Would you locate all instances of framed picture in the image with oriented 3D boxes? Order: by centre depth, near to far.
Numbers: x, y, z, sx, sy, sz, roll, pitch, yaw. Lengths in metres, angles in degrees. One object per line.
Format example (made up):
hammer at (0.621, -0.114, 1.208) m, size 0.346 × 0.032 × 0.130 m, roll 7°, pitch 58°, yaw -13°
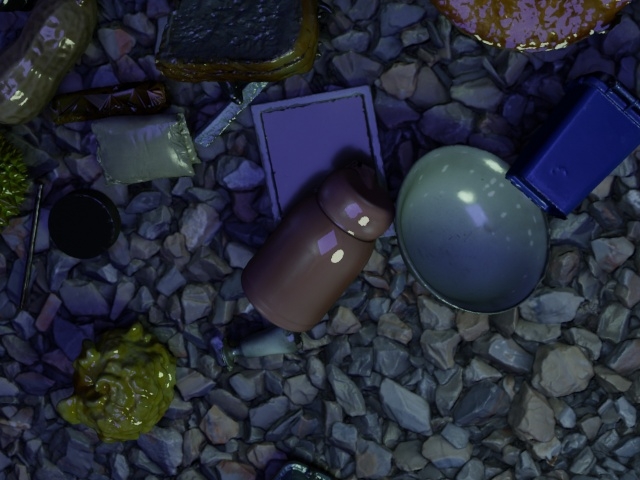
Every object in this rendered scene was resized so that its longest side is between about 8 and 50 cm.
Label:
framed picture at (0.007, -0.131, 1.623) m, size 0.231 × 0.018 × 0.293 m, roll -9°, pitch 104°, yaw 7°

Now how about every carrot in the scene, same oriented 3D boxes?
carrot at (-0.393, -0.255, 1.600) m, size 0.229 × 0.069 × 0.068 m, roll -6°, pitch 105°, yaw 7°

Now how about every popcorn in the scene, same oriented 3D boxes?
popcorn at (-0.397, 0.276, 1.685) m, size 0.217 × 0.181 × 0.234 m, roll -3°, pitch 98°, yaw 8°

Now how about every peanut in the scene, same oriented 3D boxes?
peanut at (-0.502, -0.341, 1.555) m, size 0.298 × 0.136 × 0.120 m, roll -50°, pitch 136°, yaw 10°

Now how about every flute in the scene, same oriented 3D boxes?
flute at (-0.575, 0.011, 1.714) m, size 0.014 × 0.014 × 0.269 m, roll 14°, pitch 106°, yaw 1°

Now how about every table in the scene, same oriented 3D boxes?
table at (-0.459, -0.032, 1.676) m, size 0.134 × 0.043 × 0.133 m, roll 1°, pitch 106°, yaw 5°

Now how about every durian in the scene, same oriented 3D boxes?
durian at (-0.662, -0.111, 1.578) m, size 0.225 × 0.291 × 0.291 m, roll 21°, pitch 111°, yaw -42°

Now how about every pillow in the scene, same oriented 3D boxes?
pillow at (-0.322, -0.171, 1.596) m, size 0.182 × 0.077 × 0.134 m, roll -4°, pitch 128°, yaw 5°

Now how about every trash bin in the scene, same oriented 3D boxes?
trash bin at (0.444, -0.161, 1.475) m, size 0.162 × 0.184 × 0.234 m, roll 41°, pitch 93°, yaw -5°

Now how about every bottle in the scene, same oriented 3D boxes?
bottle at (0.000, 0.000, 1.558) m, size 0.173 × 0.206 × 0.296 m, roll 30°, pitch 116°, yaw -17°

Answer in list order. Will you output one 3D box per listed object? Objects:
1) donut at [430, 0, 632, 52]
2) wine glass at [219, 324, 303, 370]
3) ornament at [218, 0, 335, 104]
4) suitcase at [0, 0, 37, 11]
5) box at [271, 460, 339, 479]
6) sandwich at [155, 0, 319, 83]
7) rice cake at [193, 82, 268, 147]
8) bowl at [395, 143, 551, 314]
donut at (0.329, -0.507, 1.421) m, size 0.436 × 0.163 × 0.377 m, roll 1°, pitch 107°, yaw 3°
wine glass at (-0.117, 0.204, 1.700) m, size 0.156 × 0.072 × 0.072 m, roll -17°, pitch 103°, yaw 9°
ornament at (-0.097, -0.377, 1.524) m, size 0.236 × 0.080 × 0.202 m, roll -29°, pitch 73°, yaw 7°
suitcase at (-0.613, -0.577, 1.466) m, size 0.345 × 0.188 × 0.339 m, roll 26°, pitch 105°, yaw -4°
box at (-0.054, 0.577, 1.765) m, size 0.162 × 0.130 × 0.227 m, roll 31°, pitch 105°, yaw -19°
sandwich at (-0.132, -0.413, 1.445) m, size 0.271 × 0.099 × 0.300 m, roll 0°, pitch 79°, yaw 17°
rice cake at (-0.154, -0.254, 1.589) m, size 0.034 × 0.043 × 0.211 m, roll 42°, pitch 104°, yaw -19°
bowl at (0.244, -0.002, 1.553) m, size 0.314 × 0.146 × 0.313 m, roll 8°, pitch 68°, yaw -20°
